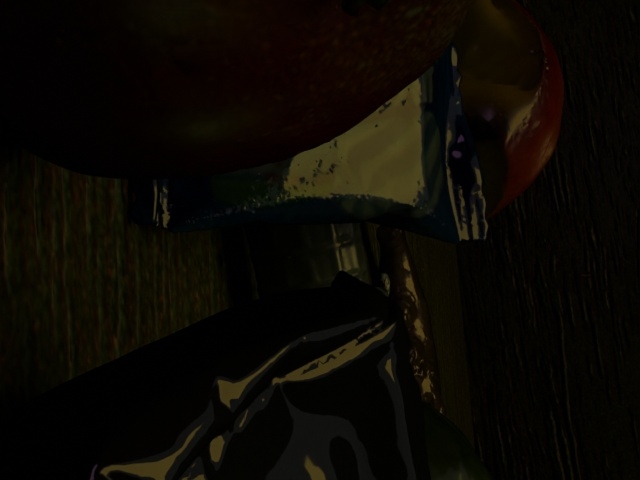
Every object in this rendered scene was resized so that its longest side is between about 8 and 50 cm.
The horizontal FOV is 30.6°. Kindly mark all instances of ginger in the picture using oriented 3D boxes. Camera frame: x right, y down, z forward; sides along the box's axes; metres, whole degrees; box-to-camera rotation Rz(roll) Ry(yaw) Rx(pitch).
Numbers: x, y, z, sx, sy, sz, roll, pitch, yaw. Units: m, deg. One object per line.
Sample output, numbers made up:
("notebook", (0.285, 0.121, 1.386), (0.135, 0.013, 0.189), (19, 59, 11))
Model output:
("ginger", (0.123, 0.134, 1.680), (0.166, 0.080, 0.333), (-30, 106, -85))

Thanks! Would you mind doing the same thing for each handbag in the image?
("handbag", (-0.056, 0.184, 0.570), (0.275, 0.177, 0.302), (-40, 123, -57))

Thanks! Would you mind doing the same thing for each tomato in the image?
("tomato", (-0.061, -0.182, 0.568), (0.239, 0.303, 0.304), (161, -77, -86))

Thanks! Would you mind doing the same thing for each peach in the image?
("peach", (0.186, -0.176, 1.621), (0.380, 0.306, 0.242), (-89, 160, -51))

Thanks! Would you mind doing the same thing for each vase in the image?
("vase", (-0.005, 0.052, 0.989), (0.143, 0.143, 0.299), (-41, 120, -76))

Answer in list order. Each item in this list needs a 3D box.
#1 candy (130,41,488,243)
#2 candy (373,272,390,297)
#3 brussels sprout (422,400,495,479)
("candy", (-0.001, -0.090, 0.879), (0.331, 0.077, 0.187), (3, 76, -36))
("candy", (0.040, 0.098, 1.308), (0.045, 0.043, 0.175), (95, 22, -44))
("brussels sprout", (0.024, 0.222, 0.810), (0.219, 0.210, 0.271), (28, -43, 47))
